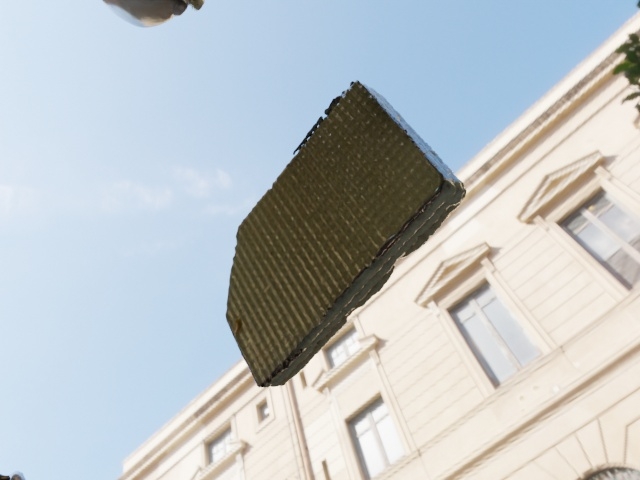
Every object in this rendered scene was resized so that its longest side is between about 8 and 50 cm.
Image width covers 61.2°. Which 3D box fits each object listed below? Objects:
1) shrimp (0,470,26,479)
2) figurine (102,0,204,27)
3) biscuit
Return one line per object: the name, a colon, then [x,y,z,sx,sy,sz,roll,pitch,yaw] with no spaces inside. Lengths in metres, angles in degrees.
shrimp: [-0.322,0.237,0.346,0.365,0.233,0.071,-16,-74,40]
figurine: [-0.240,-0.356,0.595,0.127,0.155,0.235,-52,-34,-4]
biscuit: [0.000,0.000,0.482,0.052,0.150,0.252,17,-59,-47]
